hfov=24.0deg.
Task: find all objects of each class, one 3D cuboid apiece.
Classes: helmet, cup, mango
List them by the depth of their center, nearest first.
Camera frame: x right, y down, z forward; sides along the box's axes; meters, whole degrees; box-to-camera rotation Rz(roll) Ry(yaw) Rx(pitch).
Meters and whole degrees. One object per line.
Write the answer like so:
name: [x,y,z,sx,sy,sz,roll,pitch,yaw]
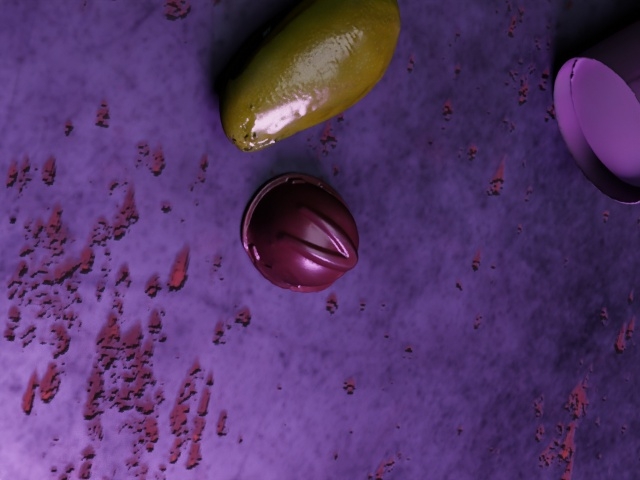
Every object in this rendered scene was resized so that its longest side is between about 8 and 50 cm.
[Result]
mango: [-0.004,-0.127,1.101,0.165,0.074,0.091,-46,126,-15]
helmet: [0.000,0.000,1.149,0.111,0.057,0.089,32,81,-36]
cup: [0.354,-0.149,1.291,0.288,0.203,0.203,-26,116,-21]
